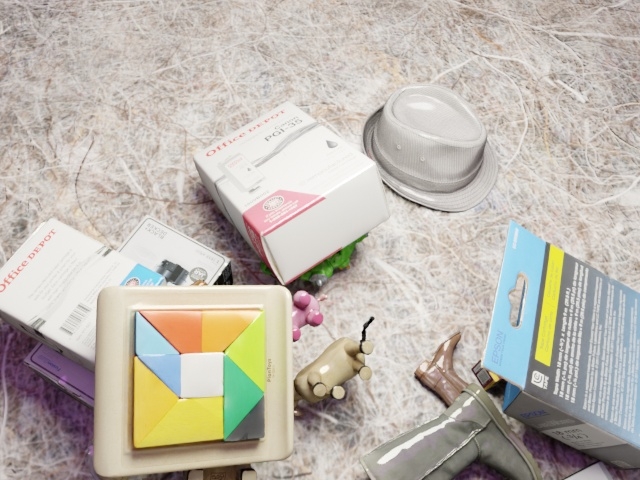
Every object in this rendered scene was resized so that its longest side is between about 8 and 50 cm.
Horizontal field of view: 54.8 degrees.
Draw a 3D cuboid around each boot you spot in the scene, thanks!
[{"bbox_3d":[0.185,0.329,0.876,0.208,0.076,0.190,-34,80,-18],"label":"boot"},{"bbox_3d":[0.221,0.213,0.964,0.106,0.037,0.114,-44,68,-10],"label":"boot"}]

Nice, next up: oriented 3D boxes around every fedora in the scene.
[{"bbox_3d":[0.213,-0.195,1.144,0.275,0.124,0.244,36,65,15],"label":"fedora"}]

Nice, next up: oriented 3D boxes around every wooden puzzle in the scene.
[{"bbox_3d":[-0.149,0.165,0.749,0.238,0.044,0.221,1,83,-16],"label":"wooden puzzle"}]

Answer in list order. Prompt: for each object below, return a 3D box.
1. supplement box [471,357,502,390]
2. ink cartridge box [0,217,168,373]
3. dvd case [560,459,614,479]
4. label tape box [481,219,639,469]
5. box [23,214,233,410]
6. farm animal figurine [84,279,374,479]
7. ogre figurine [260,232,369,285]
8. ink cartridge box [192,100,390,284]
[{"bbox_3d":[0.288,0.194,0.970,0.083,0.055,0.043,-23,65,-17],"label":"supplement box"},{"bbox_3d":[-0.338,0.082,0.868,0.203,0.086,0.148,26,62,13],"label":"ink cartridge box"},{"bbox_3d":[0.340,0.438,0.848,0.238,0.030,0.179,-19,66,-15],"label":"dvd case"},{"bbox_3d":[0.362,0.156,0.910,0.333,0.106,0.241,28,60,-12],"label":"label tape box"},{"bbox_3d":[-0.283,0.121,0.951,0.169,0.087,0.290,26,62,10],"label":"box"},{"bbox_3d":[-0.116,0.211,0.868,0.330,0.172,0.327,22,77,-13],"label":"farm animal figurine"},{"bbox_3d":[0.000,0.000,1.037,0.118,0.097,0.197,34,52,27],"label":"ogre figurine"},{"bbox_3d":[-0.056,-0.089,0.998,0.207,0.117,0.283,-33,43,-12],"label":"ink cartridge box"}]
